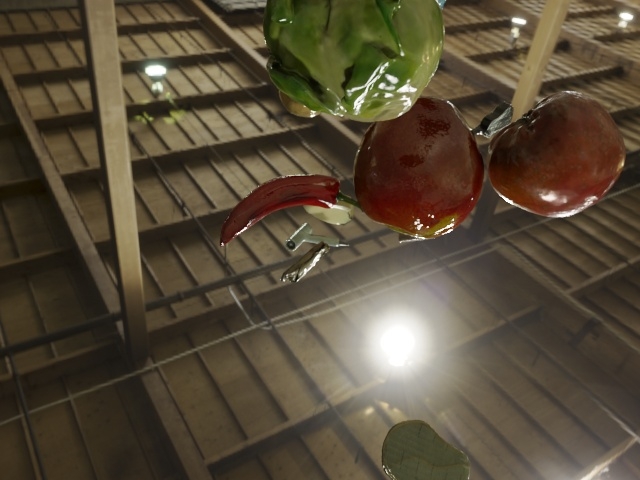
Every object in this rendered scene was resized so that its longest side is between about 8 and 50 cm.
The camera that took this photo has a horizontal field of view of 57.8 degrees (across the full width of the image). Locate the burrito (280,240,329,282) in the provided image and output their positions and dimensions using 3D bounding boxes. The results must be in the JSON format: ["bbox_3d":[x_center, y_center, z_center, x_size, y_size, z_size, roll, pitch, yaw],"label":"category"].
[{"bbox_3d":[-0.042,0.064,1.639,0.042,0.171,0.051,52,-165,31],"label":"burrito"}]

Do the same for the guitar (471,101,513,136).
[{"bbox_3d":[0.458,-0.318,1.688,0.271,0.084,0.038,-31,-129,-20],"label":"guitar"}]

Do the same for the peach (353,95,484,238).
[{"bbox_3d":[0.227,-0.173,1.339,0.307,0.308,0.332,18,-101,12],"label":"peach"}]

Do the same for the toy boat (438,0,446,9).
[{"bbox_3d":[0.281,-0.711,1.451,0.123,0.330,0.215,13,-121,-5],"label":"toy boat"}]

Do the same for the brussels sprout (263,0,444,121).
[{"bbox_3d":[0.049,-0.307,0.881,0.259,0.294,0.227,2,-126,34],"label":"brussels sprout"}]

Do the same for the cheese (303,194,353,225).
[{"bbox_3d":[-0.019,-0.107,1.591,0.255,0.127,0.050,17,-115,-25],"label":"cheese"}]

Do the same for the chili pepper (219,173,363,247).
[{"bbox_3d":[-0.078,-0.089,1.407,0.368,0.137,0.092,-14,179,-11],"label":"chili pepper"}]

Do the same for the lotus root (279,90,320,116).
[{"bbox_3d":[-0.038,-0.422,1.639,0.146,0.131,0.303,38,-153,-9],"label":"lotus root"}]

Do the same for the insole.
[{"bbox_3d":[0.203,0.406,1.064,0.009,0.348,0.119,2,-116,40],"label":"insole"}]

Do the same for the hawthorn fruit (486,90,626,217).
[{"bbox_3d":[0.530,-0.190,1.309,0.284,0.284,0.284,5,-142,-4],"label":"hawthorn fruit"}]

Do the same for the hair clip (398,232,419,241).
[{"bbox_3d":[0.313,-0.046,1.883,0.085,0.101,0.331,-3,-179,17],"label":"hair clip"}]

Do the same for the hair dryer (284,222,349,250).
[{"bbox_3d":[-0.001,0.003,1.786,0.183,0.044,0.155,14,-154,14],"label":"hair dryer"}]
